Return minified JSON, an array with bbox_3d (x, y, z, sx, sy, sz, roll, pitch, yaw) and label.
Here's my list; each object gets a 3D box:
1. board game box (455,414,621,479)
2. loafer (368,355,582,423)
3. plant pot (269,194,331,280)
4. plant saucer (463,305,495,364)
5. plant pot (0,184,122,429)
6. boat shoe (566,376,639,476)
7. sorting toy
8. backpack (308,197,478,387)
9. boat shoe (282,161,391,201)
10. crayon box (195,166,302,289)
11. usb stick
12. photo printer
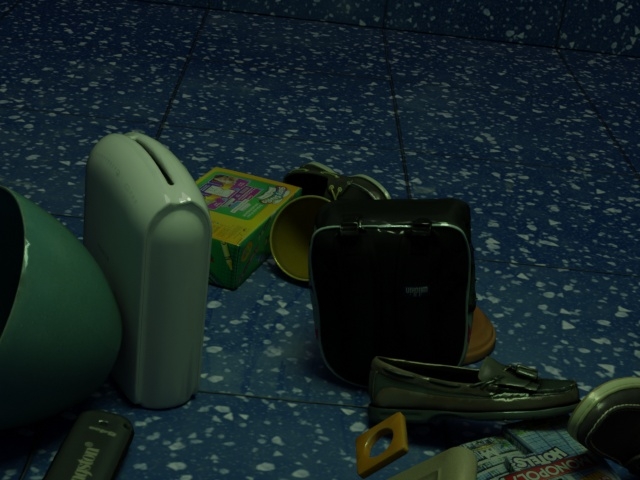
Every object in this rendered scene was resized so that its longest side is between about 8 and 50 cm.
[{"bbox_3d":[0.268,0.289,1.370,0.194,0.060,0.194,-8,28,-29],"label":"board game box"},{"bbox_3d":[0.188,0.181,1.469,0.268,0.084,0.096,-5,1,12],"label":"loafer"},{"bbox_3d":[0.000,0.000,1.867,0.134,0.134,0.095,18,3,23],"label":"plant pot"},{"bbox_3d":[0.162,0.120,1.736,0.200,0.037,0.200,6,24,-3],"label":"plant saucer"},{"bbox_3d":[-0.354,0.102,1.404,0.195,0.290,0.290,25,9,-39],"label":"plant pot"},{"bbox_3d":[0.402,0.237,1.396,0.285,0.103,0.092,23,18,-43],"label":"boat shoe"},{"bbox_3d":[0.073,0.308,1.162,0.196,0.047,0.347,-28,28,29],"label":"sorting toy"},{"bbox_3d":[0.098,0.068,1.576,0.225,0.253,0.191,-1,19,8],"label":"backpack"},{"bbox_3d":[0.028,-0.082,2.093,0.069,0.081,0.228,-20,28,-40],"label":"boat shoe"},{"bbox_3d":[-0.155,-0.027,1.915,0.165,0.081,0.278,15,26,15],"label":"crayon box"},{"bbox_3d":[-0.269,0.272,1.279,0.077,0.045,0.278,8,24,3],"label":"usb stick"},{"bbox_3d":[-0.229,0.024,1.516,0.107,0.307,0.256,-6,29,-27],"label":"photo printer"}]
